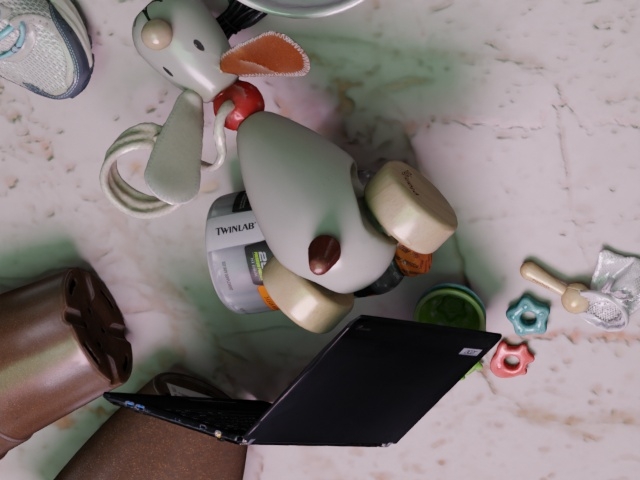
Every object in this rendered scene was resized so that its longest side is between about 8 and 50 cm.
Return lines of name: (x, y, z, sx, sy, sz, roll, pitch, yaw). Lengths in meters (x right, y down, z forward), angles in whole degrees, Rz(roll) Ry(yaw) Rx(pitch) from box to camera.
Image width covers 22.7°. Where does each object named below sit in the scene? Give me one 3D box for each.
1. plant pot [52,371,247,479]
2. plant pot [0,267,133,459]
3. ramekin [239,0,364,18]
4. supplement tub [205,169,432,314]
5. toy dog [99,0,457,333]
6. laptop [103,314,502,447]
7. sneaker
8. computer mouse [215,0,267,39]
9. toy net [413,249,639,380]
plant pot: (-0.169, 0.256, 1.596, 0.215, 0.215, 0.230, 28, 105, -1)
plant pot: (-0.286, 0.114, 1.568, 0.165, 0.167, 0.167, -24, 109, 16)
ramekin: (-0.010, -0.298, 1.317, 0.207, 0.109, 0.207, 6, 118, 11)
supplement tub: (0.000, 0.000, 1.460, 0.190, 0.117, 0.117, -10, 113, 18)
toy dog: (-0.052, -0.063, 1.323, 0.334, 0.161, 0.220, 28, 102, 12)
laptop: (-0.016, 0.116, 1.452, 0.264, 0.234, 0.136, 12, 90, 38)
sneaker: (-0.334, -0.214, 1.428, 0.283, 0.122, 0.110, 39, 119, -8)
computer mouse: (-0.123, -0.260, 1.400, 0.106, 0.042, 0.193, -30, 106, 26)
toy net: (0.209, 0.077, 1.490, 0.232, 0.045, 0.122, -10, 113, 18)
